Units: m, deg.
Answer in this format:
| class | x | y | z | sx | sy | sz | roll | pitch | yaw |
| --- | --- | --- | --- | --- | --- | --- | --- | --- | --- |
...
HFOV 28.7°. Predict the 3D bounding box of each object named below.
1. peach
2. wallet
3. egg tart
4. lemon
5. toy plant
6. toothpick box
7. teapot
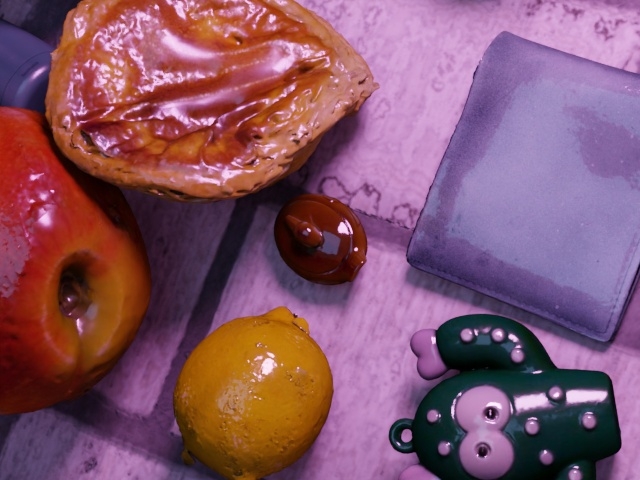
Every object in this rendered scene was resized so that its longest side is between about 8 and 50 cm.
| class | x | y | z | sx | sy | sz | roll | pitch | yaw |
| --- | --- | --- | --- | --- | --- | --- | --- | --- | --- |
| peach | -0.371 | 0.021 | 1.461 | 0.372 | 0.290 | 0.373 | 27 | 131 | 36 |
| wallet | 0.253 | -0.064 | 1.361 | 0.251 | 0.054 | 0.290 | 21 | 91 | 24 |
| egg tart | -0.140 | -0.166 | 1.429 | 0.339 | 0.153 | 0.351 | 33 | 58 | 13 |
| lemon | -0.073 | 0.169 | 1.388 | 0.173 | 0.173 | 0.206 | 21 | 80 | 23 |
| toy plant | 0.189 | 0.200 | 1.312 | 0.243 | 0.112 | 0.233 | 17 | 83 | 17 |
| toothpick box | -0.401 | -0.216 | 1.602 | 0.184 | 0.120 | 0.120 | 34 | 95 | 25 |
| teapot | 0.000 | 0.000 | 1.434 | 0.129 | 0.078 | 0.098 | 40 | 97 | 21 |
